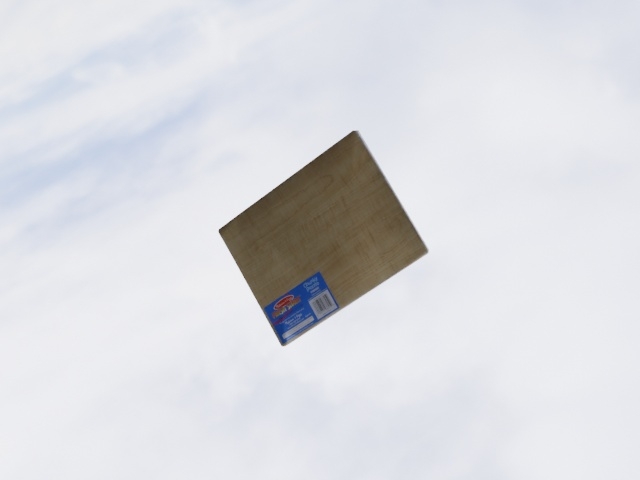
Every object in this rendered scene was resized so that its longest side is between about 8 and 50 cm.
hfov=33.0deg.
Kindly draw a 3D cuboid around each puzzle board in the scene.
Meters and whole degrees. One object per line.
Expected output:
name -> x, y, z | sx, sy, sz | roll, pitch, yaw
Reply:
puzzle board -> 0.000, 0.000, 0.733 | 0.128, 0.096, 0.011 | -35, 168, 24
